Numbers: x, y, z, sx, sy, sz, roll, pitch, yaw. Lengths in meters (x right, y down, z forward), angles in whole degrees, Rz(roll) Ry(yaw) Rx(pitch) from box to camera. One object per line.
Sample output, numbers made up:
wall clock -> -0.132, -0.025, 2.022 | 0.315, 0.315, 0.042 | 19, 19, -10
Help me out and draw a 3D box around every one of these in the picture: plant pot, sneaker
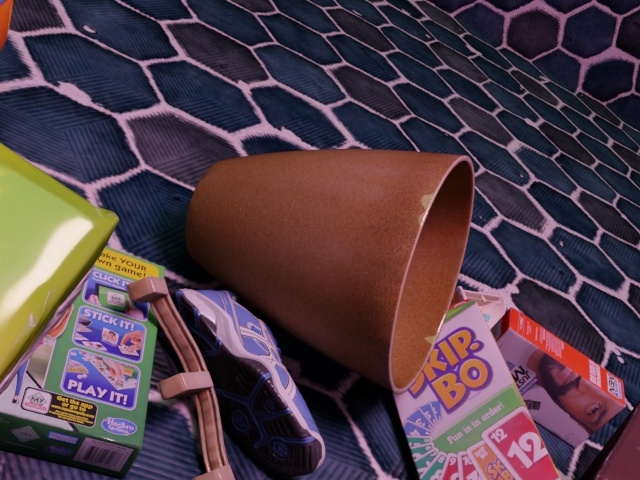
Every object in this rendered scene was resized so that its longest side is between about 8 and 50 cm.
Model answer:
plant pot -> 0.000, 0.000, 0.774 | 0.254, 0.237, 0.237 | 17, 25, 20
sneaker -> -0.059, 0.117, 0.692 | 0.081, 0.080, 0.211 | -11, 54, -50

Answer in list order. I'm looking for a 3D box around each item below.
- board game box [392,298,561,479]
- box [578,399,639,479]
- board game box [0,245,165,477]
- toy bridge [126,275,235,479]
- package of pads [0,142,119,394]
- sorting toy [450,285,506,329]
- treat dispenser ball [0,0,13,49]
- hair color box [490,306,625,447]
board game box -> 0.142, 0.167, 0.785 | 0.259, 0.124, 0.039 | -106, 170, -49
box -> 0.316, 0.285, 0.713 | 0.168, 0.167, 0.203 | 37, 29, 23
board game box -> -0.287, 0.050, 0.601 | 0.317, 0.046, 0.213 | 21, 34, -21
toy bridge -> -0.112, 0.122, 0.639 | 0.063, 0.026, 0.188 | 31, 36, -75
package of pads -> -0.260, 0.044, 0.296 | 0.229, 0.101, 0.296 | 35, 53, -8
sorting toy -> 0.214, 0.106, 1.011 | 0.083, 0.045, 0.075 | 11, 45, -35
treat dispenser ball -> -0.411, -0.242, 0.648 | 0.288, 0.288, 0.288 | 25, 32, -17
hair color box -> 0.273, 0.168, 0.928 | 0.167, 0.093, 0.053 | 33, 32, -2
